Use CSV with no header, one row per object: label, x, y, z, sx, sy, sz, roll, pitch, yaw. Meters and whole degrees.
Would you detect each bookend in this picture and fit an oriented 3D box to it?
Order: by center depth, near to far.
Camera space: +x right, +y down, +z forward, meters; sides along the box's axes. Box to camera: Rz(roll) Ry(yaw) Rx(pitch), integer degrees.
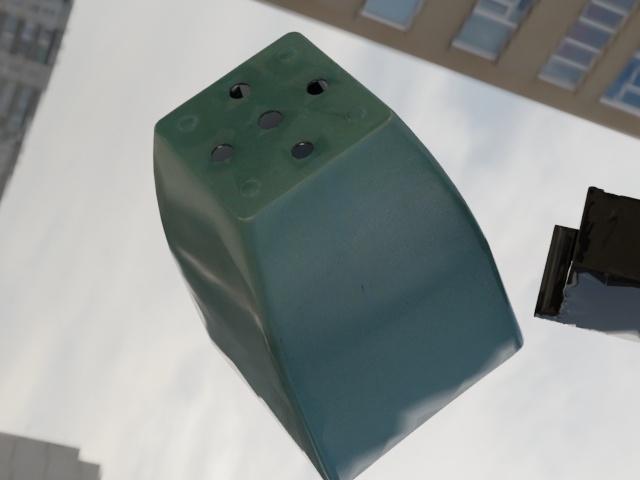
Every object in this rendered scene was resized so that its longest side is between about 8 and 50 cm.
bookend,0.220,0.000,0.729,0.156,0.157,0.072,85,21,-59

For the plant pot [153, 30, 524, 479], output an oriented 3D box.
plant pot,0.000,0.000,0.761,0.165,0.234,0.166,-36,-129,-11
